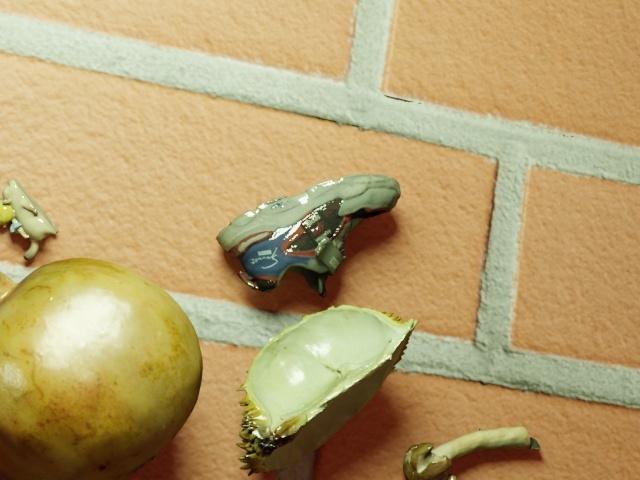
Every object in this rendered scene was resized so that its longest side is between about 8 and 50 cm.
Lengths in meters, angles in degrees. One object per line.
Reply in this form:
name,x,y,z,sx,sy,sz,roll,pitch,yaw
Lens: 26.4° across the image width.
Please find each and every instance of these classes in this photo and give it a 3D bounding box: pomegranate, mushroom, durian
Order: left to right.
pomegranate,-0.264,0.129,1.429,0.252,0.229,0.270,-42,92,-17
durian,-0.005,0.161,1.552,0.252,0.139,0.144,-30,90,-17
mushroom,0.186,0.256,1.646,0.187,0.061,0.060,-13,84,-22

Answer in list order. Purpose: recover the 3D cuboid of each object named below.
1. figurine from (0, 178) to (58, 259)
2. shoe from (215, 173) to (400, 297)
figurine,-0.334,-0.024,1.518,0.050,0.047,0.083,-40,93,-6
shoe,0.000,0.000,1.583,0.227,0.099,0.125,-19,83,-13
